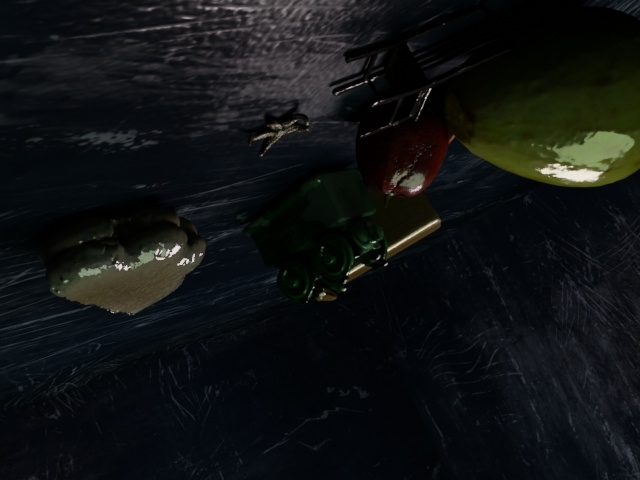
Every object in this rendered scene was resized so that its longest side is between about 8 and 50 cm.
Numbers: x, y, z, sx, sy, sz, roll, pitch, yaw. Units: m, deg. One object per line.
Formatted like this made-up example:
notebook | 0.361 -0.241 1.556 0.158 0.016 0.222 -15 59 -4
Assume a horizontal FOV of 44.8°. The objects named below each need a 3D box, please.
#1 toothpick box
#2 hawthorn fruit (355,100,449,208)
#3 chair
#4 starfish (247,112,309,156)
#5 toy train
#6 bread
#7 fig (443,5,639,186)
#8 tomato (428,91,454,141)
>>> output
toothpick box | 0.093 -0.022 1.695 0.308 0.188 0.190 -31 170 5
hawthorn fruit | 0.120 -0.130 1.179 0.148 0.172 0.148 8 174 1
chair | 0.132 -0.217 0.990 0.212 0.084 0.101 -24 167 -16
starfish | -0.059 -0.144 1.042 0.091 0.028 0.078 -19 163 -24
toy train | 0.000 0.000 1.457 0.145 0.202 0.266 -14 165 -48
bread | -0.276 0.021 1.165 0.183 0.102 0.337 -30 168 3
fig | 0.337 -0.204 1.116 0.326 0.258 0.258 -5 164 -18
tomato | 0.200 -0.195 1.285 0.156 0.069 0.155 -50 178 -2
